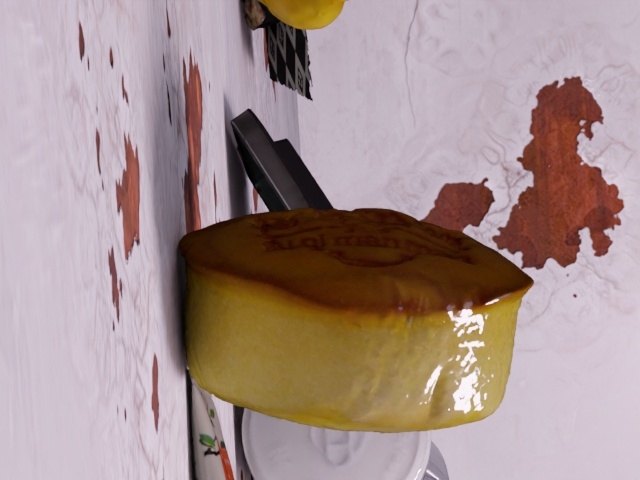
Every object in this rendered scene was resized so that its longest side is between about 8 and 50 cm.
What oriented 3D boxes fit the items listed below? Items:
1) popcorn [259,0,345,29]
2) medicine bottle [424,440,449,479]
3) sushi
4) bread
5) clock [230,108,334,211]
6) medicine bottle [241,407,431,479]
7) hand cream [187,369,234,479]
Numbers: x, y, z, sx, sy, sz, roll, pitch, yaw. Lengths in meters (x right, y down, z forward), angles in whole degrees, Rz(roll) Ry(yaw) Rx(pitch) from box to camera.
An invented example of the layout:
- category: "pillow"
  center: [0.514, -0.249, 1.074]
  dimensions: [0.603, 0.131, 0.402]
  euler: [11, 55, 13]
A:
- category: "popcorn"
  center: [-0.001, -0.337, 1.528]
  dimensions: [0.316, 0.281, 0.297]
  euler: [39, 64, -70]
- category: "medicine bottle"
  center: [0.072, 0.387, 2.366]
  dimensions: [0.306, 0.245, 0.245]
  euler: [-92, 178, -62]
- category: "sushi"
  center: [-0.072, -0.312, 2.235]
  dimensions: [0.264, 0.050, 0.290]
  euler: [-136, -141, -72]
- category: "bread"
  center: [0.024, 0.053, 1.438]
  dimensions: [0.270, 0.270, 0.148]
  euler: [-81, 176, -80]
- category: "clock"
  center: [0.001, 0.000, 2.015]
  dimensions: [0.273, 0.049, 0.279]
  euler: [57, -4, 10]
- category: "medicine bottle"
  center: [0.020, 0.209, 1.975]
  dimensions: [0.332, 0.190, 0.190]
  euler: [75, 12, -79]
- category: "hand cream"
  center: [-0.076, 0.216, 1.448]
  dimensions: [0.080, 0.050, 0.234]
  euler: [64, 17, -75]
